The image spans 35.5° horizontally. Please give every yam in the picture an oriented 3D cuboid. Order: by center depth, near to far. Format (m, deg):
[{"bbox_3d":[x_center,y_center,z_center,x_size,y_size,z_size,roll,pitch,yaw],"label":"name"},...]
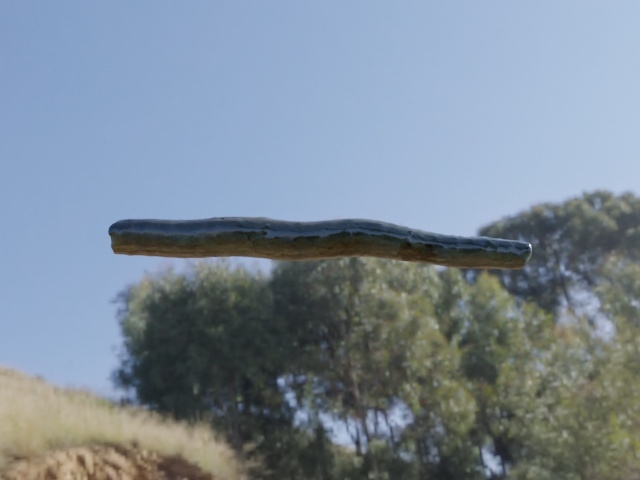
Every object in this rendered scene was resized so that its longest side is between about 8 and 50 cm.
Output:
[{"bbox_3d":[0.000,0.001,0.558,0.234,0.027,0.029,3,-18,1],"label":"yam"}]
